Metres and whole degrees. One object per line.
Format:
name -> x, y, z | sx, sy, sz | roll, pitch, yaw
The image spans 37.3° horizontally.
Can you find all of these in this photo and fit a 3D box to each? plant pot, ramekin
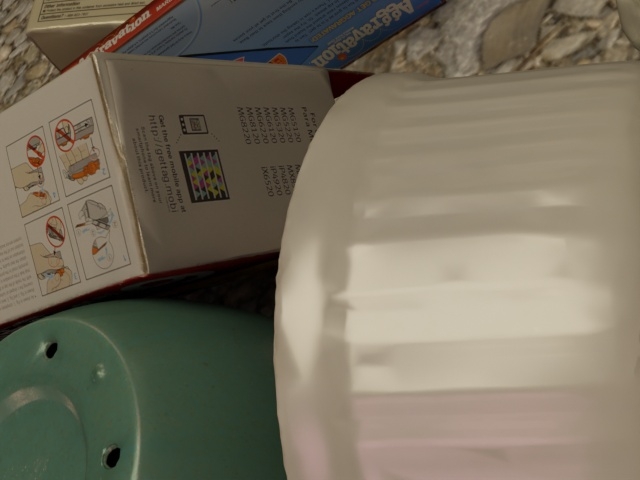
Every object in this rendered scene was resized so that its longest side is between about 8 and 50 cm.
plant pot -> -0.088, 0.165, 0.548 | 0.293, 0.235, 0.293 | -19, 56, 32
ramekin -> 0.107, 0.051, 0.432 | 0.135, 0.277, 0.277 | -6, 64, 28

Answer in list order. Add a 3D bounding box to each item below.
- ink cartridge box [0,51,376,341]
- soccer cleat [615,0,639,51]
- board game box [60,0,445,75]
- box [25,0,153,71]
ink cartridge box -> -0.131, -0.018, 0.689 | 0.309, 0.272, 0.130 | -18, 84, 40
soccer cleat -> 0.263, -0.183, 0.555 | 0.196, 0.076, 0.068 | -39, 49, 16
board game box -> -0.057, -0.163, 0.757 | 0.281, 0.145, 0.027 | -29, 50, 24
box -> -0.152, -0.254, 0.871 | 0.149, 0.127, 0.232 | 0, 66, 18
